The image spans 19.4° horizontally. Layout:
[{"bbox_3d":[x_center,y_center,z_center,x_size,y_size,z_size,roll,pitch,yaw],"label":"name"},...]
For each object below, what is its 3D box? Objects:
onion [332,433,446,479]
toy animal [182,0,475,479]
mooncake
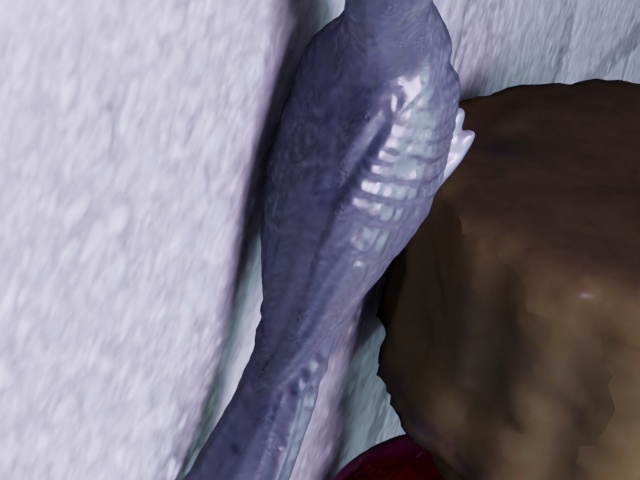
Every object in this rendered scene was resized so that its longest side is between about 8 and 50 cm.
[{"bbox_3d":[0.024,0.176,1.120,0.150,0.140,0.150,-41,-145,37],"label":"onion"},{"bbox_3d":[0.015,-0.027,0.882,0.206,0.081,0.367,-51,162,-62],"label":"toy animal"},{"bbox_3d":[0.192,0.043,1.120,0.324,0.324,0.187,-45,152,-58],"label":"mooncake"}]
